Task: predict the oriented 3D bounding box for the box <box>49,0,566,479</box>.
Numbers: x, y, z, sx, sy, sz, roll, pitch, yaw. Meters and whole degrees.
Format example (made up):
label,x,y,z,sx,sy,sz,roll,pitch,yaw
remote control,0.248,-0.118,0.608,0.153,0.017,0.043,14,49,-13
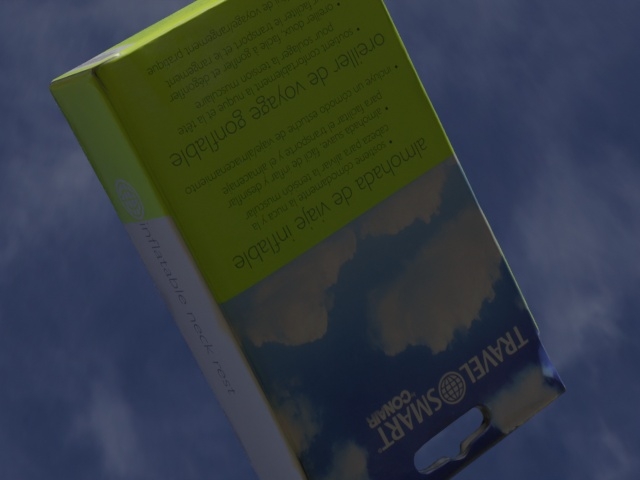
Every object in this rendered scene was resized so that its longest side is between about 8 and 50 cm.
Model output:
label,x,y,z,sx,sy,sz,roll,pitch,yaw
box,0.000,0.000,0.636,0.109,0.042,0.178,-33,-76,-28
